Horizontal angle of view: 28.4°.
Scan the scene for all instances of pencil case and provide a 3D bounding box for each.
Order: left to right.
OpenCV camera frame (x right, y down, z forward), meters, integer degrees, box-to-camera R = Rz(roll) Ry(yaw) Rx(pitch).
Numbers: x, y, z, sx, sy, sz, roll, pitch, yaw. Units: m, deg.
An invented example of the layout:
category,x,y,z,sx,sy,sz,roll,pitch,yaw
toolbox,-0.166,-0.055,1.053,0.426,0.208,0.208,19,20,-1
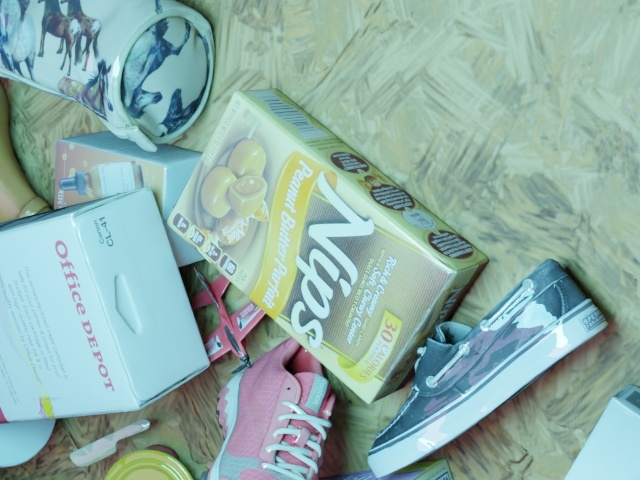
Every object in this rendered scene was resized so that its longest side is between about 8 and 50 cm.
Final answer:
category,x,y,z,sx,sy,sz,roll,pitch,yaw
pencil case,-0.315,-0.240,1.463,0.410,0.160,0.183,24,87,28

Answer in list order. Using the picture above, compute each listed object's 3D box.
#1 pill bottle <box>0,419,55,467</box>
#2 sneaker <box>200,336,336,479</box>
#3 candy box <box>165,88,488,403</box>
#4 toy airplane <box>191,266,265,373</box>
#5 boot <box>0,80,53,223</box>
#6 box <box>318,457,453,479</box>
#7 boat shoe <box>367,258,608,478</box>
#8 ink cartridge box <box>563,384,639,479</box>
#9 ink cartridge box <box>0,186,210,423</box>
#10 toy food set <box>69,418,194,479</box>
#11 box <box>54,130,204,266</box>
category,x,y,z,sx,sy,sz,roll,pitch,yaw
pill bottle,-0.540,0.230,1.696,0.363,0.210,0.210,-12,94,36
sneaker,-0.043,0.203,1.326,0.116,0.314,0.136,32,112,-21
candy box,0.000,0.000,1.351,0.316,0.087,0.183,41,117,21
toy airplane,-0.111,0.090,1.454,0.151,0.028,0.151,-13,65,29
boot,-0.386,-0.052,1.588,0.220,0.109,0.283,33,119,25
box,0.058,0.382,1.383,0.214,0.117,0.243,-16,91,36
boat shoe,0.144,0.130,1.274,0.301,0.108,0.102,-43,76,31
ink cartridge box,0.348,0.310,1.206,0.275,0.060,0.239,35,116,23
ink cartridge box,-0.302,0.081,1.448,0.306,0.131,0.226,-11,102,38
toy food set,-0.200,0.326,1.583,0.128,0.071,0.218,-34,82,10
box,-0.222,-0.048,1.491,0.170,0.091,0.130,14,108,31
